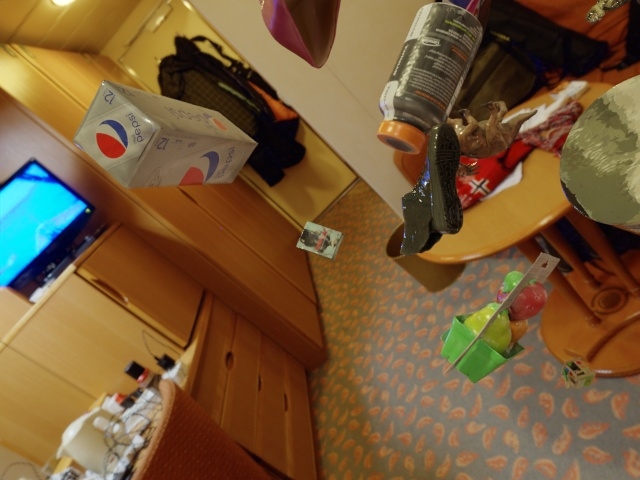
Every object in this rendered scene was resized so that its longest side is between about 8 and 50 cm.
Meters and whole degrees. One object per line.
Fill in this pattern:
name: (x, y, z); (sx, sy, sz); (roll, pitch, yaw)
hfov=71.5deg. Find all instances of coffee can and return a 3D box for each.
coffee can: (0.514, -0.090, 0.622); (0.201, 0.275, 0.202); (-40, 44, 52)

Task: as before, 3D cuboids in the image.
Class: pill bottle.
pill bottle: (0.189, -0.286, 0.815); (0.246, 0.130, 0.130); (-66, 19, 0)

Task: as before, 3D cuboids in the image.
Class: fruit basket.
fruit basket: (0.461, 0.176, 1.121); (0.165, 0.327, 0.353); (35, 106, 32)

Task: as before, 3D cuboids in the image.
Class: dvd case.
dvd case: (0.000, 0.000, 1.300); (0.013, 0.119, 0.087); (74, -142, -69)

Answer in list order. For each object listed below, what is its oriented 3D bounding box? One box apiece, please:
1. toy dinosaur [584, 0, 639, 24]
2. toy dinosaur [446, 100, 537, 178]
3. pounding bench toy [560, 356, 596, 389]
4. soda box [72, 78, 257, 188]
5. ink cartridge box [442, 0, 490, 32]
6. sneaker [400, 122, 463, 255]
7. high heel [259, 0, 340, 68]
toy dinosaur: (0.704, -0.577, 1.018); (0.268, 0.064, 0.118); (-28, -20, -25)
toy dinosaur: (0.436, -0.264, 1.220); (0.295, 0.200, 0.127); (-12, 9, 19)
pounding bench toy: (0.688, 0.365, 1.217); (0.083, 0.052, 0.065); (-11, 34, -11)
soda box: (-0.203, -0.143, 0.651); (0.091, 0.098, 0.286); (-52, -6, 16)
ink cartridge box: (0.377, -0.598, 1.141); (0.176, 0.069, 0.371); (-58, -20, -2)
sneaker: (0.141, -0.063, 0.594); (0.051, 0.170, 0.089); (-10, 7, -33)
high heel: (0.003, -0.172, 0.283); (0.082, 0.117, 0.244); (-42, 24, -9)
